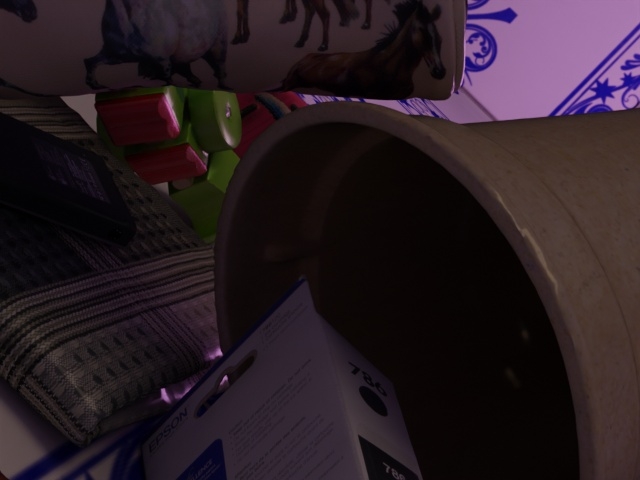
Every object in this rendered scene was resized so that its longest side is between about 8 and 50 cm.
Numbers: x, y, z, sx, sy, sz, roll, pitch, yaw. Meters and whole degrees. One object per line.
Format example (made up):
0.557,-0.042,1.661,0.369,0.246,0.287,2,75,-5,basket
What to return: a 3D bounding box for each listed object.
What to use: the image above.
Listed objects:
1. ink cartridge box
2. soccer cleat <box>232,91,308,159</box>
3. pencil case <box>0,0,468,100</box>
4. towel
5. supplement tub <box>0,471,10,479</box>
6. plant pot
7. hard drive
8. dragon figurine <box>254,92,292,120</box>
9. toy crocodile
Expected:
-0.018,0.168,0.727,0.065,0.165,0.332,35,20,-26,ink cartridge box
0.003,-0.023,1.376,0.331,0.116,0.143,52,3,19,soccer cleat
-0.105,-0.165,0.860,0.410,0.159,0.183,0,0,2,pencil case
-0.190,-0.002,0.969,0.312,0.056,0.324,44,19,11,towel
-0.225,0.081,0.565,0.198,0.106,0.106,43,17,-4,supplement tub
0.149,0.046,0.905,0.305,0.334,0.334,-18,57,-36,plant pot
-0.195,-0.049,0.942,0.135,0.022,0.094,24,24,-42,hard drive
0.000,0.000,1.232,0.289,0.144,0.085,45,5,7,dragon figurine
-0.149,-0.127,1.125,0.340,0.115,0.105,63,21,-46,toy crocodile
